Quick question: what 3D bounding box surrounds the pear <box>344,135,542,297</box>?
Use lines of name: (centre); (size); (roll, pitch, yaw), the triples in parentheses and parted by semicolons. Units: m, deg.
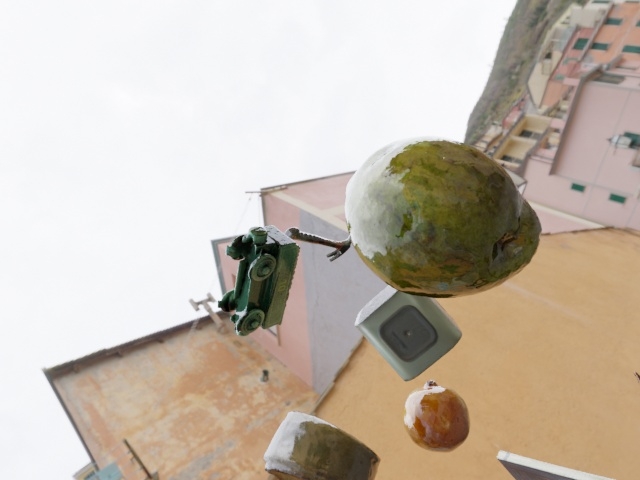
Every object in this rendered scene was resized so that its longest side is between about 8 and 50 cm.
pear: (0.225, -0.045, 0.866); (0.351, 0.413, 0.352); (-14, -66, -33)

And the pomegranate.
pomegranate: (0.453, 0.690, 1.626); (0.264, 0.264, 0.265); (-28, -48, -37)

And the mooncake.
mooncake: (0.002, 0.797, 1.474); (0.393, 0.393, 0.246); (104, -169, -54)

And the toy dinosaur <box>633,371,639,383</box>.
toy dinosaur: (0.798, 0.372, 0.694); (0.208, 0.432, 0.097); (19, -87, -26)

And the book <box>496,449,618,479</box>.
book: (0.526, 0.523, 0.836); (0.191, 0.269, 0.025); (49, -121, -11)

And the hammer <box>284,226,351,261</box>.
hammer: (0.000, 0.001, 1.189); (0.111, 0.033, 0.287); (-50, -33, 17)

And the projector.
projector: (0.291, 0.279, 1.393); (0.248, 0.249, 0.248); (-43, -4, 10)

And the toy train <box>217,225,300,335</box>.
toy train: (-0.082, 0.056, 0.573); (0.099, 0.070, 0.172); (-14, -50, -43)
